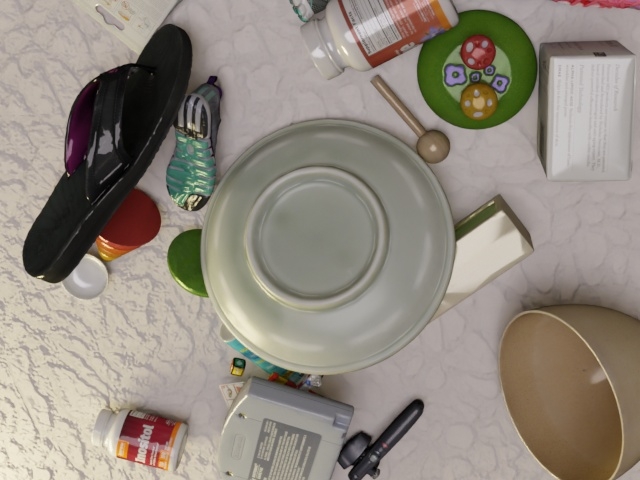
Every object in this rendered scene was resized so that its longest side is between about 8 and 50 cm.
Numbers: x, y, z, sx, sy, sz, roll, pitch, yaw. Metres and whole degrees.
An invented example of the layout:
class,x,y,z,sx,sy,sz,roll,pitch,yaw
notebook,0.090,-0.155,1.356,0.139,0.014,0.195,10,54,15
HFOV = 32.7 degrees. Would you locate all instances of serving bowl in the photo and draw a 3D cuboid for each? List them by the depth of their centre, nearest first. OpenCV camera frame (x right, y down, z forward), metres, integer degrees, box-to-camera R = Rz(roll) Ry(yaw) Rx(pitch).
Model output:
class,x,y,z,sx,sy,sz,roll,pitch,yaw
serving bowl,-0.392,0.057,1.827,0.083,0.027,0.083,2,107,7

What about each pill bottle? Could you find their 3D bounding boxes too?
class,x,y,z,sx,sy,sz,roll,pitch,yaw
pill bottle,0.085,-0.325,1.607,0.216,0.121,0.121,-25,102,14
pill bottle,-0.311,0.339,1.873,0.152,0.086,0.086,13,108,3

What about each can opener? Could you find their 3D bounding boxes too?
class,x,y,z,sx,sy,sz,roll,pitch,yaw
can opener,0.108,0.339,1.838,0.073,0.059,0.186,43,107,-7

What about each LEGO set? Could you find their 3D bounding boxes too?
class,x,y,z,sx,sy,sz,roll,pitch,yaw
LEGO set,-0.068,0.284,1.802,0.182,0.060,0.244,-9,129,9

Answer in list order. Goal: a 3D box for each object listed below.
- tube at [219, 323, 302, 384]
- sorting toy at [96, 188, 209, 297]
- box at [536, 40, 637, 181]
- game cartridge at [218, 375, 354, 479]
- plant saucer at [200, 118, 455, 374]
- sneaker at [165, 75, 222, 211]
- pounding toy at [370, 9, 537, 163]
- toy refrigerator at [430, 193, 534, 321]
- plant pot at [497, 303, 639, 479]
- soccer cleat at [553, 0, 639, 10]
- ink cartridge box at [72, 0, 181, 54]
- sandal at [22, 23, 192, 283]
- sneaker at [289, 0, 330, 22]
class,x,y,z,sx,sy,sz,roll,pitch,yaw
tube,-0.079,0.186,1.788,0.080,0.052,0.207,-36,132,19
sorting toy,-0.227,0.053,1.787,0.365,0.127,0.126,29,137,-5
box,0.382,-0.191,1.581,0.119,0.181,0.182,0,106,6
game cartridge,-0.068,0.341,1.804,0.198,0.062,0.297,20,135,4
plant saucer,0.000,0.000,1.643,0.400,0.100,0.400,-2,80,11
sneaker,-0.185,-0.149,1.721,0.083,0.098,0.223,23,133,10
pounding toy,0.212,-0.232,1.626,0.237,0.110,0.183,-34,100,15
toy refrigerator,0.196,0.044,1.716,0.269,0.102,0.094,-36,100,16
plant pot,0.436,0.216,1.677,0.191,0.284,0.284,-17,107,-24
soccer cleat,0.414,-0.375,1.564,0.318,0.108,0.116,-11,109,7
ink cartridge box,-0.284,-0.399,1.680,0.145,0.045,0.179,39,125,-6
sandal,-0.337,-0.138,1.649,0.107,0.167,0.445,28,96,-40
sneaker,-0.028,-0.416,1.633,0.076,0.065,0.166,-24,106,-4
